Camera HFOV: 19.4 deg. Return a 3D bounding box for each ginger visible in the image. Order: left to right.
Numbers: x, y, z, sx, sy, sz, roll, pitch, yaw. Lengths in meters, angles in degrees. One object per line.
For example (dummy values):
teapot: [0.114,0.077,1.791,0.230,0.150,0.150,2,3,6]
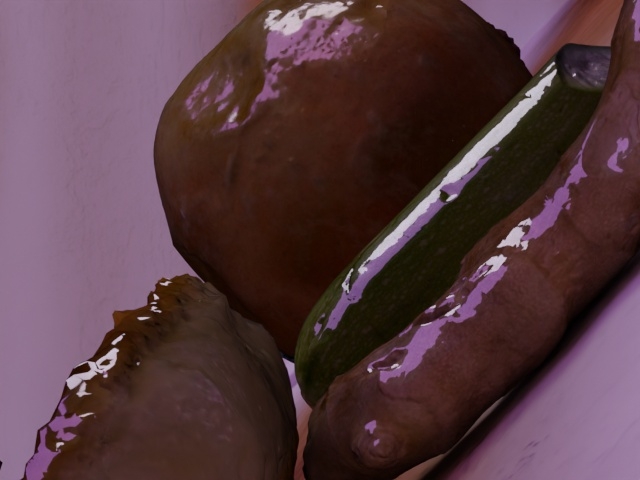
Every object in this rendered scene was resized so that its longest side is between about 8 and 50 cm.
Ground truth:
ginger: [0.095,-0.016,0.682,0.288,0.075,0.089,-51,-5,-1]

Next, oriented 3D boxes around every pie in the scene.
pie: [-0.097,0.153,0.656,0.315,0.092,0.315,-58,1,2]

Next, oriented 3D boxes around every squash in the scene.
squash: [0.079,-0.011,0.825,0.239,0.069,0.069,-44,1,-13]

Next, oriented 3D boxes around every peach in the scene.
peach: [0.026,-0.041,1.028,0.235,0.214,0.214,-14,28,53]

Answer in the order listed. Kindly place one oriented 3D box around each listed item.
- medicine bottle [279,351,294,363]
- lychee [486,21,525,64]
medicine bottle: [0.000,0.000,1.546,0.168,0.135,0.135,-45,2,10]
lychee: [0.090,-0.121,1.659,0.188,0.188,0.188,-46,2,2]
